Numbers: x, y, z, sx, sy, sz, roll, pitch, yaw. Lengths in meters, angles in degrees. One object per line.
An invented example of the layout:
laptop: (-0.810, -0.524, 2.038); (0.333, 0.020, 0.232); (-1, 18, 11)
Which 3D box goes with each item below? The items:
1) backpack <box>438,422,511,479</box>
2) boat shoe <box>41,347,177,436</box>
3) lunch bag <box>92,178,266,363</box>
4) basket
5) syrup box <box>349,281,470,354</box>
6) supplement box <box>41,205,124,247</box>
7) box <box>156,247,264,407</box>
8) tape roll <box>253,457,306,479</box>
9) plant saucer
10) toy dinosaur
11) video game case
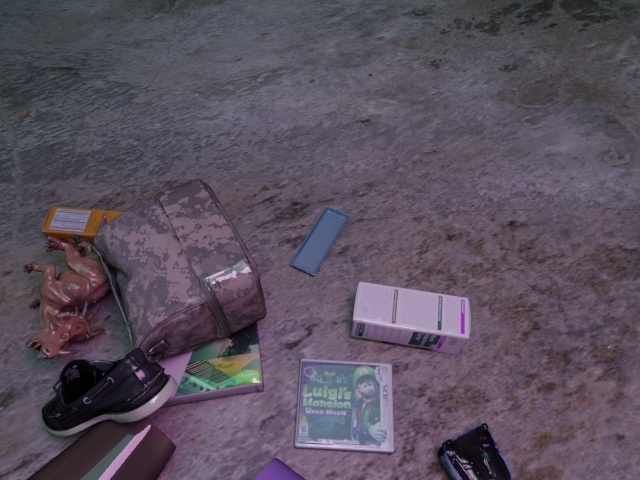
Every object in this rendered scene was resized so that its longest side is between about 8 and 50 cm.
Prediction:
backpack: (0.282, 0.413, 0.909); (0.105, 0.084, 0.114); (-19, 56, -14)
boat shoe: (-0.399, 0.256, 0.874); (0.340, 0.113, 0.127); (-18, 20, 37)
lunch bag: (-0.280, 0.059, 0.977); (0.256, 0.213, 0.305); (-24, 60, -17)
basket: (-0.376, 0.408, 0.858); (0.204, 0.154, 0.227); (36, 59, 7)
syrup box: (0.187, 0.165, 1.059); (0.236, 0.093, 0.096); (9, 57, 4)
supplement box: (-0.513, -0.024, 1.170); (0.233, 0.078, 0.080); (6, 60, 3)
box: (-0.252, 0.174, 1.062); (0.232, 0.058, 0.322); (-8, 59, -7)
tape roll: (-0.096, 0.458, 0.807); (0.080, 0.189, 0.189); (30, 61, 17)
plant saucer: (0.000, 0.000, 1.205); (0.067, 0.018, 0.192); (24, 61, 13)
toy dinosaur: (-0.498, 0.100, 1.048); (0.200, 0.127, 0.296); (29, 70, 15)
video game case: (0.049, 0.325, 0.995); (0.190, 0.022, 0.173); (3, 57, 0)
